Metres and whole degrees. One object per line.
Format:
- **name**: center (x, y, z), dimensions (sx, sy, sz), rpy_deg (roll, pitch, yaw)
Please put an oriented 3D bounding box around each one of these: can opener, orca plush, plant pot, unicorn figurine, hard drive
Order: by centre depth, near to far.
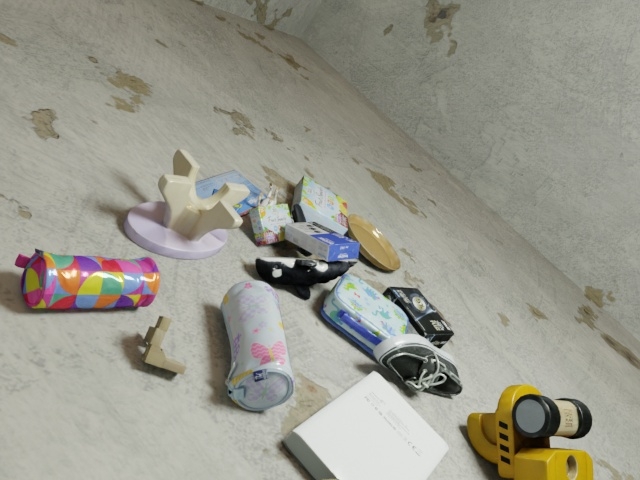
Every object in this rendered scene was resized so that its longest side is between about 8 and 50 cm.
- **hard drive**: center (0.105, 0.406, 1.230), dimensions (0.233, 0.047, 0.353), rpy_deg (45, 25, 17)
- **orca plush**: center (-0.038, 0.097, 1.573), dimensions (0.151, 0.102, 0.287), rpy_deg (4, 0, 40)
- **unicorn figurine**: center (-0.144, -0.103, 1.762), dimensions (0.060, 0.111, 0.162), rpy_deg (37, 42, 22)
- **can opener**: center (-0.048, -0.030, 1.785), dimensions (0.073, 0.059, 0.186), rpy_deg (0, 42, -28)
- **plant pot**: center (0.164, 0.012, 1.991), dimensions (0.236, 0.032, 0.236), rpy_deg (38, 22, -18)

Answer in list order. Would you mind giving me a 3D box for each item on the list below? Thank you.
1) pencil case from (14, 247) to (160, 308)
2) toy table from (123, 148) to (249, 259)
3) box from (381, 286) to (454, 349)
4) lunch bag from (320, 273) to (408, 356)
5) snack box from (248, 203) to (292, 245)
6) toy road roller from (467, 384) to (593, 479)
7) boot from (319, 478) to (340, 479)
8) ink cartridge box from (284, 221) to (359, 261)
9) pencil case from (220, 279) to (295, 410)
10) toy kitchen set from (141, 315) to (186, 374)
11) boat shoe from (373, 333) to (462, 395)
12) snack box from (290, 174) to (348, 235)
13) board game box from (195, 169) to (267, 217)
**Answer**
- **pencil case**: center (-0.405, 0.069, 1.101), dimensions (0.236, 0.104, 0.104), rpy_deg (10, 36, -48)
- **toy table**: center (-0.293, -0.071, 1.420), dimensions (0.252, 0.161, 0.274), rpy_deg (44, 24, 15)
- **box**: center (0.259, 0.218, 1.727), dimensions (0.147, 0.077, 0.180), rpy_deg (9, 36, -47)
- **lunch bag**: center (0.111, 0.191, 1.568), dimensions (0.219, 0.090, 0.176), rpy_deg (36, 23, -1)
- **snack box**: center (-0.129, -0.043, 1.675), dimensions (0.141, 0.037, 0.100), rpy_deg (-13, 89, -60)
- **toy road roller**: center (0.474, 0.500, 1.428), dimensions (0.202, 0.240, 0.330), rpy_deg (16, 69, -39)
- **boot**: center (0.012, 0.474, 0.927), dimensions (0.203, 0.095, 0.262), rpy_deg (49, 25, 24)
- **ink cartridge box**: center (0.000, 0.000, 1.615), dimensions (0.097, 0.046, 0.207), rpy_deg (-4, 19, -34)
- **pencil case**: center (-0.127, 0.199, 1.216), dimensions (0.124, 0.113, 0.273), rpy_deg (-14, 38, -2)
- **toy kitchen set**: center (-0.272, 0.185, 1.109), dimensions (0.075, 0.083, 0.068), rpy_deg (26, -15, -23)
- **boat shoe**: center (0.245, 0.316, 1.503), dimensions (0.306, 0.113, 0.105), rpy_deg (34, 25, -45)
- **snack box**: center (-0.002, -0.102, 1.963), dimensions (0.174, 0.070, 0.207), rpy_deg (31, 24, -14)
- **board game box**: center (-0.254, -0.123, 1.722), dimensions (0.145, 0.027, 0.281), rpy_deg (38, 24, 8)
